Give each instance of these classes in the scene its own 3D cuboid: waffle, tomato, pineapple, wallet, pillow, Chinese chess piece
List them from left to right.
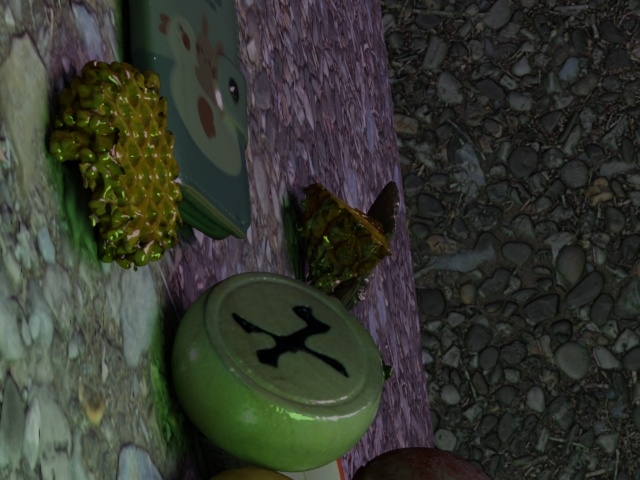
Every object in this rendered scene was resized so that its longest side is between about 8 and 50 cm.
[{"bbox_3d":[-0.188,-0.072,1.247,0.197,0.070,0.193,-55,135,-71],"label":"waffle"},{"bbox_3d":[-0.150,-0.185,1.517,0.252,0.083,0.360,45,37,-64],"label":"wallet"},{"bbox_3d":[-0.043,0.133,1.422,0.237,0.238,0.092,-84,-160,-54],"label":"Chinese chess piece"},{"bbox_3d":[0.000,-0.002,2.124,0.140,0.164,0.250,43,11,-17],"label":"pineapple"},{"bbox_3d":[0.076,0.027,2.263,0.135,0.049,0.248,-83,-163,-53],"label":"pillow"},{"bbox_3d":[0.152,0.472,2.046,0.317,0.283,0.316,2,90,-73],"label":"tomato"}]

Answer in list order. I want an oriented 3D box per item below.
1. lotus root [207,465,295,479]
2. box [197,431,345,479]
[{"bbox_3d":[-0.056,0.308,1.352,0.303,0.131,0.146,36,71,-48],"label":"lotus root"},{"bbox_3d":[-0.050,0.266,1.507,0.133,0.099,0.182,-34,118,-42],"label":"box"}]
